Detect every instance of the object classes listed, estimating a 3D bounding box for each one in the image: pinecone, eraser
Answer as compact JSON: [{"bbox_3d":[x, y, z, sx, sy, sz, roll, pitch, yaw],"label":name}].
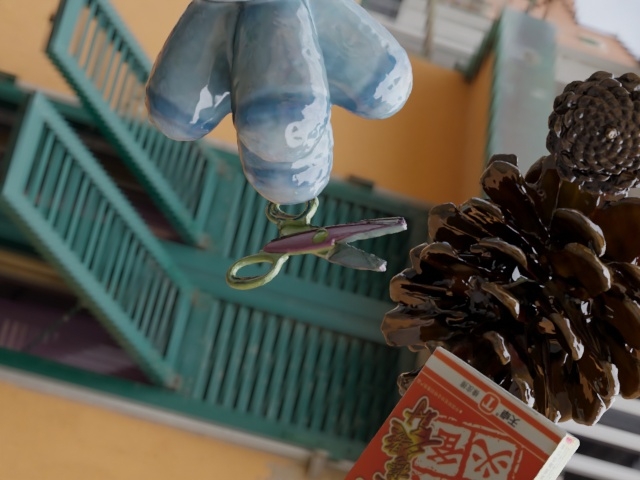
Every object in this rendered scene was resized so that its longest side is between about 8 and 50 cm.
[{"bbox_3d":[0.312,-0.115,1.580,0.121,0.140,0.140,43,61,-74],"label":"pinecone"},{"bbox_3d":[0.238,0.084,1.783,0.384,0.384,0.384,-164,-90,-81],"label":"pinecone"},{"bbox_3d":[0.099,0.226,1.277,0.157,0.038,0.230,34,-91,38],"label":"eraser"}]

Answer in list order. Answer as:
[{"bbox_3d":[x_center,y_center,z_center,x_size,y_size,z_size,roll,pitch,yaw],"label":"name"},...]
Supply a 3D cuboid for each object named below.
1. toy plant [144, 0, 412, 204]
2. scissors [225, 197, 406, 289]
[{"bbox_3d":[-0.048,-0.189,1.298,0.247,0.247,0.332,-96,178,-66],"label":"toy plant"},{"bbox_3d":[0.000,0.000,1.427,0.187,0.020,0.133,3,-128,39],"label":"scissors"}]
